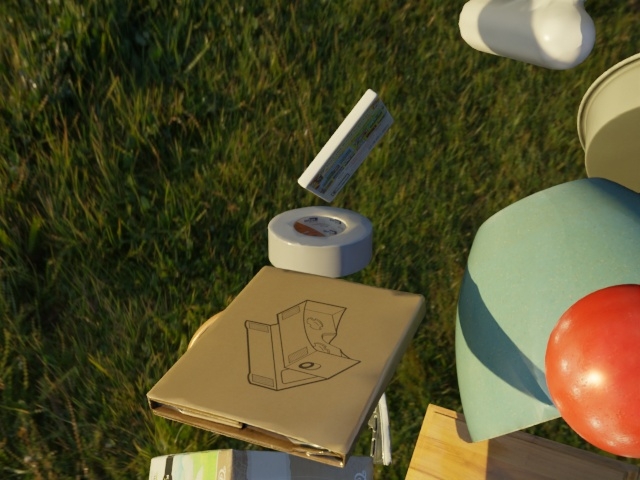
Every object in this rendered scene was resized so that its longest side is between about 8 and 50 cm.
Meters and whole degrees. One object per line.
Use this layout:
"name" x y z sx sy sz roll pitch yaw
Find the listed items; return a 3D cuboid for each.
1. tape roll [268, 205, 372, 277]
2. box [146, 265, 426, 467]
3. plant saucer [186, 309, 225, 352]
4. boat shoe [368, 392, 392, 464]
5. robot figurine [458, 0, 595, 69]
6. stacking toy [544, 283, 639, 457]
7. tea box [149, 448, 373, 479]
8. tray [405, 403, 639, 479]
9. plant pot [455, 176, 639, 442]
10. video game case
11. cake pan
"tape roll" 0.000 0.000 1.644 0.219 0.219 0.072 -5 115 -13
"box" -0.018 0.091 0.645 0.164 0.021 0.201 10 32 21
"plant saucer" -0.120 0.180 1.268 0.200 0.200 0.037 -8 32 -14
"boat shoe" 0.105 0.336 1.415 0.040 0.049 0.142 -6 57 6
"robot figurine" 0.170 -0.271 0.524 0.200 0.353 0.299 2 108 -21
"stacking toy" 0.249 0.001 0.351 0.141 0.330 0.141 39 32 -31
"tea box" -0.097 0.461 1.064 0.220 0.323 0.329 12 68 -28
"tray" 0.351 0.447 1.403 0.076 0.411 0.202 34 71 -47
"plant pot" 0.249 0.055 0.753 0.290 0.290 0.195 -15 74 -15
"video game case" 0.056 -0.185 1.584 0.026 0.206 0.227 40 95 14
"cake pan" 0.402 -0.079 0.790 0.293 0.293 0.054 28 67 -3
